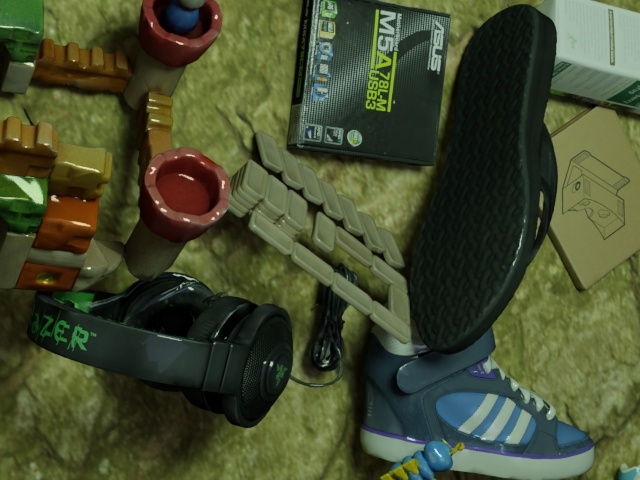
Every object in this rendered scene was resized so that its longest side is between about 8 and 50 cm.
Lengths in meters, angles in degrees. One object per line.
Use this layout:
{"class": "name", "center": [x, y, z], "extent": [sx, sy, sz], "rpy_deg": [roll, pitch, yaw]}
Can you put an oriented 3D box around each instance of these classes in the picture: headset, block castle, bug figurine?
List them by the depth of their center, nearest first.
{"class": "block castle", "center": [-0.318, -0.139, 1.117], "extent": [0.453, 0.213, 0.303], "rpy_deg": [8, 58, -22]}
{"class": "headset", "center": [-0.116, 0.086, 1.267], "extent": [0.394, 0.243, 0.185], "rpy_deg": [14, 91, -43]}
{"class": "bug figurine", "center": [0.126, 0.350, 1.408], "extent": [0.216, 0.072, 0.279], "rpy_deg": [-30, 119, 15]}

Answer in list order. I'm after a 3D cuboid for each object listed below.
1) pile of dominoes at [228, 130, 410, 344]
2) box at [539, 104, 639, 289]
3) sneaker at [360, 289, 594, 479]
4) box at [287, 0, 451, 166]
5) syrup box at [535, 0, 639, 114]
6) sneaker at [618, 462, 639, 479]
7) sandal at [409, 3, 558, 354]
{"class": "pile of dominoes", "center": [0.000, 0.000, 1.354], "extent": [0.251, 0.196, 0.040], "rpy_deg": [38, 118, -20]}
{"class": "box", "center": [0.360, -0.060, 1.560], "extent": [0.164, 0.021, 0.201], "rpy_deg": [-34, 105, -17]}
{"class": "sneaker", "center": [0.209, 0.159, 1.448], "extent": [0.323, 0.130, 0.236], "rpy_deg": [8, 94, -17]}
{"class": "box", "center": [0.060, -0.193, 1.419], "extent": [0.184, 0.045, 0.190], "rpy_deg": [7, 90, -20]}
{"class": "syrup box", "center": [0.374, -0.233, 1.508], "extent": [0.237, 0.093, 0.096], "rpy_deg": [10, 71, -22]}
{"class": "sneaker", "center": [0.508, 0.319, 1.603], "extent": [0.229, 0.087, 0.092], "rpy_deg": [-14, 96, -23]}
{"class": "sandal", "center": [0.221, -0.070, 1.385], "extent": [0.107, 0.168, 0.445], "rpy_deg": [28, 67, -31]}
